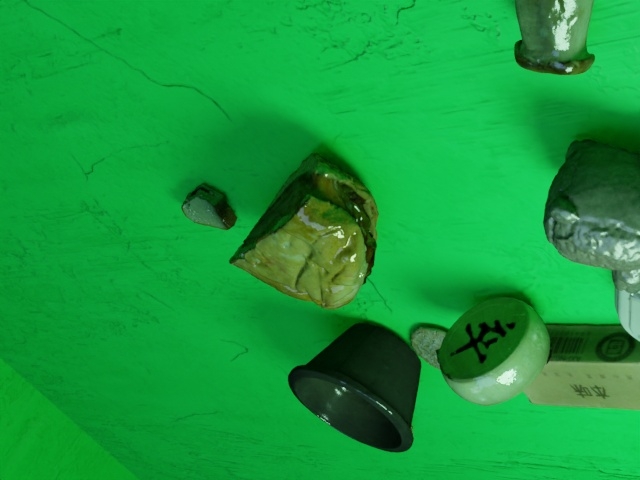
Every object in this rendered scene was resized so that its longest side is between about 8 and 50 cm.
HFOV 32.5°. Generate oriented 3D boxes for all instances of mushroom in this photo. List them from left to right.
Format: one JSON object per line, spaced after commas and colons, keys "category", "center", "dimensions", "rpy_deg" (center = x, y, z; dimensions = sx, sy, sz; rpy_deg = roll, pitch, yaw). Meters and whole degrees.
{"category": "mushroom", "center": [0.260, -0.309, 1.207], "dimensions": [0.100, 0.081, 0.312], "rpy_deg": [12, 141, 21]}

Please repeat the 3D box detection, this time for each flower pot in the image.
{"category": "flower pot", "center": [0.087, 0.267, 2.102], "dimensions": [0.269, 0.166, 0.269], "rpy_deg": [24, 153, 13]}

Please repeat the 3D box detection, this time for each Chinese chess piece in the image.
{"category": "Chinese chess piece", "center": [0.282, 0.178, 1.792], "dimensions": [0.188, 0.188, 0.083], "rpy_deg": [-11, 131, 48]}

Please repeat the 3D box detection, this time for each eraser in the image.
{"category": "eraser", "center": [0.471, 0.209, 1.791], "dimensions": [0.343, 0.078, 0.144], "rpy_deg": [-4, 137, 43]}

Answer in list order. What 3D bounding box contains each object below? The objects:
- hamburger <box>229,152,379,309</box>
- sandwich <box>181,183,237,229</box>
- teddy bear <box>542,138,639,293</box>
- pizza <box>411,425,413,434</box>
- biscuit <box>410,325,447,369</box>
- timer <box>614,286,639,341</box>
{"category": "hamburger", "center": [0.001, 0.003, 1.799], "dimensions": [0.209, 0.162, 0.330], "rpy_deg": [34, 147, -12]}
{"category": "sandwich", "center": [-0.212, -0.063, 1.999], "dimensions": [0.104, 0.036, 0.093], "rpy_deg": [10, 145, 32]}
{"category": "teddy bear", "center": [0.423, -0.031, 1.404], "dimensions": [0.267, 0.151, 0.236], "rpy_deg": [10, 118, 14]}
{"category": "pizza", "center": [0.179, 0.393, 2.355], "dimensions": [0.083, 0.025, 0.078], "rpy_deg": [37, 154, -26]}
{"category": "biscuit", "center": [0.234, 0.208, 2.041], "dimensions": [0.152, 0.020, 0.152], "rpy_deg": [24, 152, 14]}
{"category": "timer", "center": [0.545, 0.090, 1.544], "dimensions": [0.262, 0.087, 0.237], "rpy_deg": [15, 147, 24]}
